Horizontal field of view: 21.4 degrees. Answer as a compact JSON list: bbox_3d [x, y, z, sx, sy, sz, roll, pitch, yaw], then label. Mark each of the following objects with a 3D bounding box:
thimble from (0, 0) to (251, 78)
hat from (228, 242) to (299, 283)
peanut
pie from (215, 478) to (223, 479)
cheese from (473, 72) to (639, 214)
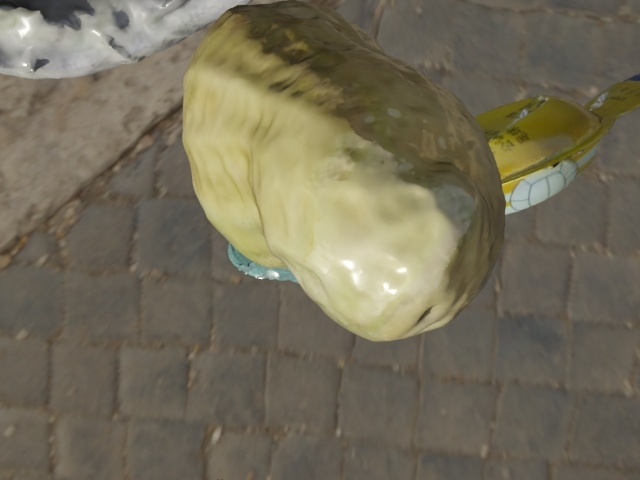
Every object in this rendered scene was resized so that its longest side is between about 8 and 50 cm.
[{"bbox_3d":[-0.116,-0.208,0.834,0.217,0.157,0.245,37,117,-28],"label":"thimble"},{"bbox_3d":[0.000,0.000,1.777,0.191,0.138,0.078,-21,114,17],"label":"hat"},{"bbox_3d":[0.003,-0.030,0.632,0.090,0.214,0.098,41,91,-28],"label":"peanut"},{"bbox_3d":[-0.203,0.397,1.819,0.075,0.337,0.337,31,99,0],"label":"pie"},{"bbox_3d":[0.188,-0.086,1.387,0.270,0.177,0.069,-28,103,-18],"label":"cheese"}]
